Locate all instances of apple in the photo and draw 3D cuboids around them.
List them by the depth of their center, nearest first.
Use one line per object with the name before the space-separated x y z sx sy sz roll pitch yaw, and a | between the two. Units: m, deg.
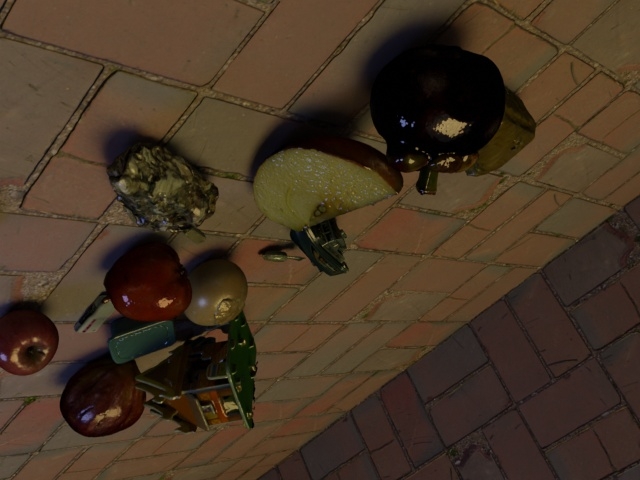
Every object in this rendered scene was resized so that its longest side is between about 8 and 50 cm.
apple | 0.014 -0.131 1.657 0.346 0.179 0.254 -18 171 43
apple | -0.684 0.229 1.767 0.153 0.120 0.153 -25 130 -34

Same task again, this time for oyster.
oyster | -0.319 -0.097 1.512 0.162 0.158 0.351 -64 164 -2

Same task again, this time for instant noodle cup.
instant noodle cup | -0.480 0.246 2.052 0.179 0.070 0.157 -17 151 -16

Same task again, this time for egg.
egg | -0.268 0.135 1.937 0.164 0.164 0.201 3 146 -45

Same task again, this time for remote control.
remote control | -0.553 0.185 1.921 0.065 0.029 0.166 4 141 -47

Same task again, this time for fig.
fig | -0.600 0.437 2.139 0.263 0.224 0.224 -35 153 34

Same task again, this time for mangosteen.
mangosteen | 0.233 -0.241 1.559 0.274 0.275 0.302 -5 106 -36

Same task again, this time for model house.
model house | -0.346 0.339 2.113 0.312 0.358 0.243 -8 126 5

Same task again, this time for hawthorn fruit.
hawthorn fruit | -0.401 0.104 1.749 0.202 0.185 0.185 -17 152 -8

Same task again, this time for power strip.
power strip | -0.296 -0.014 1.804 0.027 0.017 0.083 -31 154 7

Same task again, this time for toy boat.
toy boat | 0.003 -0.001 1.985 0.122 0.114 0.296 -23 155 9

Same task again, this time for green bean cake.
green bean cake | 0.381 -0.256 1.852 0.233 0.124 0.236 -41 150 28

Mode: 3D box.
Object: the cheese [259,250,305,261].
cheese | -0.103 0.043 2.035 0.120 0.026 0.067 4 172 -16
